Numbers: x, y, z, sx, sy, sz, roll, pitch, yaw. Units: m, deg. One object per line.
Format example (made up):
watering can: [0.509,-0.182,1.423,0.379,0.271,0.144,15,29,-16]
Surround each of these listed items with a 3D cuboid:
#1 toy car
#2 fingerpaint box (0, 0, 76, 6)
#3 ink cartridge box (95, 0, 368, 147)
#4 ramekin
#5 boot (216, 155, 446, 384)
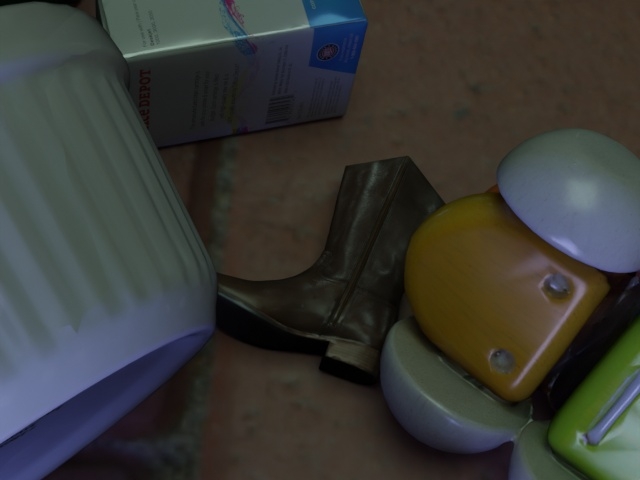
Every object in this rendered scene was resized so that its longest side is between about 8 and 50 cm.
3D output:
toy car: [0.128,0.041,0.698,0.182,0.159,0.136,40,29,13]
fingerpaint box: [-0.347,-0.221,0.641,0.444,0.163,0.371,27,28,7]
ink cartridge box: [-0.047,-0.093,0.756,0.122,0.088,0.052,-12,66,-13]
ramekin: [-0.161,0.043,0.584,0.273,0.273,0.127,-33,84,-21]
boot: [0.000,0.000,0.744,0.106,0.037,0.114,26,65,-9]
